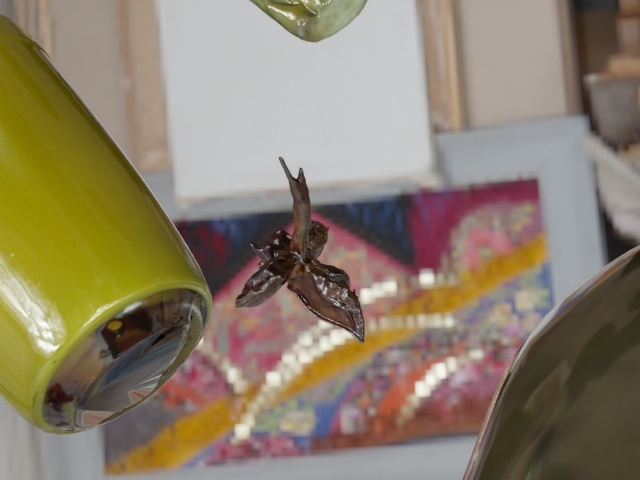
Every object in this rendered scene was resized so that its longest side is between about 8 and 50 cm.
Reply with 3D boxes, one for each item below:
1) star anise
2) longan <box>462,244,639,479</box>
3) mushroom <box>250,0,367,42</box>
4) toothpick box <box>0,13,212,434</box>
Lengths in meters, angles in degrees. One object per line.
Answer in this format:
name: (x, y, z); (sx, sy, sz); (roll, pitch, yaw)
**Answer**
star anise: (-0.007, 0.001, 1.813); (0.140, 0.158, 0.144); (14, 130, -26)
longan: (0.216, 0.176, 0.780); (0.336, 0.404, 0.404); (-9, 163, 27)
mushroom: (-0.093, -0.224, 1.019); (0.087, 0.333, 0.107); (-46, 142, 0)
toothpick box: (-0.193, -0.006, 1.180); (0.175, 0.271, 0.175); (-33, 154, -18)
